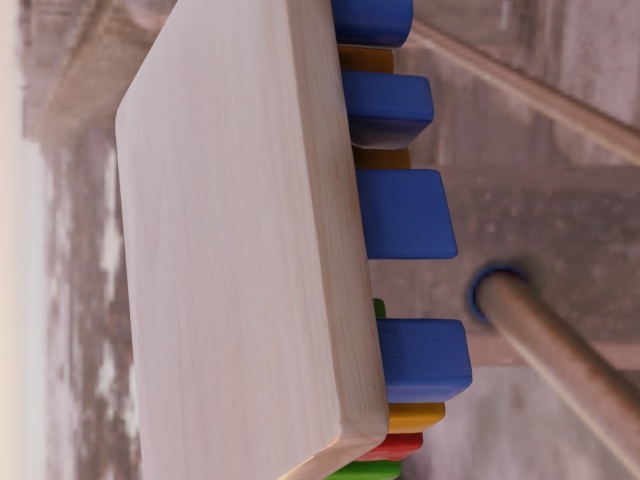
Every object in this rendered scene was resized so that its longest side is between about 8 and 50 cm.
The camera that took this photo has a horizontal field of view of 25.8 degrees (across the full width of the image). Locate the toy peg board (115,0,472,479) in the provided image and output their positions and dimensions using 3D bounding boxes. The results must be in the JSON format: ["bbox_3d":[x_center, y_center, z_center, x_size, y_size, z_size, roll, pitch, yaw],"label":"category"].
[{"bbox_3d":[0.000,0.000,0.425,0.160,0.079,0.161,135,131,-58],"label":"toy peg board"}]
